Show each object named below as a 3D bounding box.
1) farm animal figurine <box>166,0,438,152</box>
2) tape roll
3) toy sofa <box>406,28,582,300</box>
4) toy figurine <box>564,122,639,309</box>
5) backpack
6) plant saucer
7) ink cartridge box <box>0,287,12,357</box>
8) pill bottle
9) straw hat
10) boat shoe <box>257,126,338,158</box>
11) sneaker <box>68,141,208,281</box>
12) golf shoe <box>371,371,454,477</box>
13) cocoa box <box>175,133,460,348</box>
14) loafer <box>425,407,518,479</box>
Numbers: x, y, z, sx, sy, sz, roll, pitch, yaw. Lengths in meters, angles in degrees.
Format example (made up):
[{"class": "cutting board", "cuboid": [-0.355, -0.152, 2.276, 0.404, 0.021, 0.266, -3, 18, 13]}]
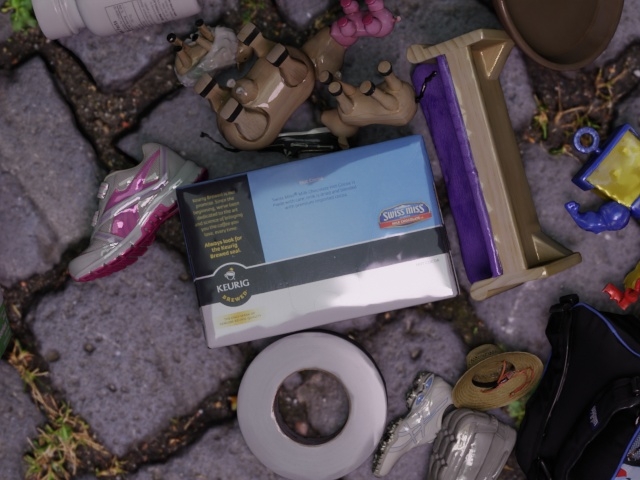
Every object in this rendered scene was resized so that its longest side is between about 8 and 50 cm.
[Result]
[{"class": "farm animal figurine", "cuboid": [-0.023, -0.233, 1.813, 0.327, 0.172, 0.330, -35, 57, 12]}, {"class": "tape roll", "cuboid": [-0.010, 0.240, 1.878, 0.219, 0.072, 0.219, 0, 90, 3]}, {"class": "toy sofa", "cuboid": [0.219, -0.104, 1.791, 0.177, 0.150, 0.362, -15, 89, 30]}, {"class": "toy figurine", "cuboid": [0.462, -0.108, 1.794, 0.217, 0.191, 0.362, 40, 92, 8]}, {"class": "backpack", "cuboid": [0.399, 0.251, 1.768, 0.213, 0.276, 0.263, 21, 107, -24]}, {"class": "plant saucer", "cuboid": [0.328, -0.375, 1.795, 0.278, 0.041, 0.277, -3, 95, -38]}, {"class": "ink cartridge box", "cuboid": [-0.581, 0.047, 1.847, 0.201, 0.117, 0.278, -6, 113, 4]}, {"class": "pill bottle", "cuboid": [-0.297, -0.367, 1.864, 0.229, 0.131, 0.131, -13, 89, 4]}, {"class": "straw hat", "cuboid": [0.246, 0.185, 1.861, 0.144, 0.144, 0.061, -27, 50, 4]}, {"class": "boat shoe", "cuboid": [-0.035, -0.140, 1.892, 0.125, 0.046, 0.038, -8, 85, -4]}, {"class": "sneaker", "cuboid": [-0.286, -0.045, 1.888, 0.111, 0.103, 0.252, 44, 86, 7]}, {"class": "golf shoe", "cuboid": [0.142, 0.282, 1.873, 0.086, 0.069, 0.176, 31, 93, -3]}, {"class": "cocoa box", "cuboid": [0.000, 0.000, 1.795, 0.347, 0.231, 0.228, -12, 89, 4]}, {"class": "loafer", "cuboid": [0.189, 0.399, 1.846, 0.111, 0.112, 0.319, 20, 99, -14]}]
